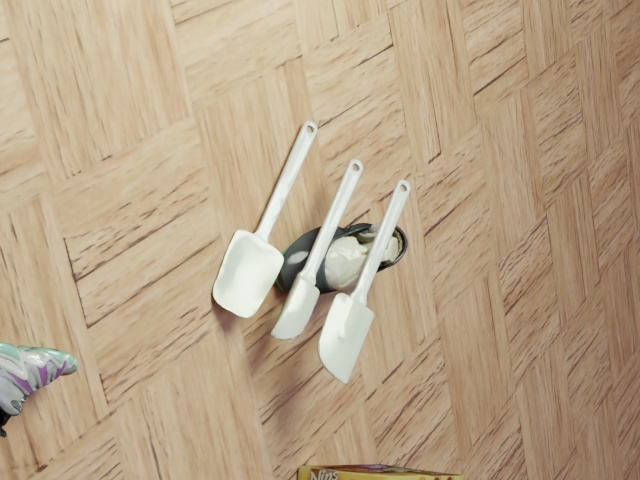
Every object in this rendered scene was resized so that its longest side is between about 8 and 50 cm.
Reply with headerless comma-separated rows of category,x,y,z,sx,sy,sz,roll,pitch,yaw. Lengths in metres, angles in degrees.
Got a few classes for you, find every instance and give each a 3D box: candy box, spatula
candy box,0.067,0.270,1.363,0.186,0.109,0.053,13,79,-58
spatula,0.000,0.000,1.259,0.168,0.019,0.242,32,59,-15

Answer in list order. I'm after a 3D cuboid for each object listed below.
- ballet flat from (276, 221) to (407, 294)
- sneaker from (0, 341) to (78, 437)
ballet flat,0.032,0.016,1.333,0.203,0.074,0.074,-16,105,-58
sneaker,-0.224,0.112,0.941,0.098,0.038,0.069,15,79,-49
